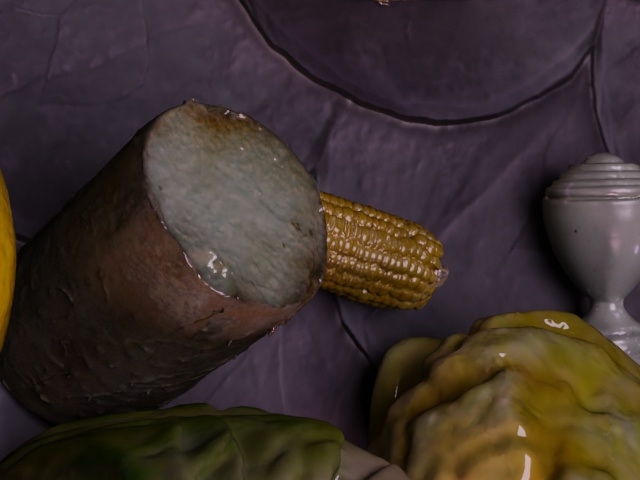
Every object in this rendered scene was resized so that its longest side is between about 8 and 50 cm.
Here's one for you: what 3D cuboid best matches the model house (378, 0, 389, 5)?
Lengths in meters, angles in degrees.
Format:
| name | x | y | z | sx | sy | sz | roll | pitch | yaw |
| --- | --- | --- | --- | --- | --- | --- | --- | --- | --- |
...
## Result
| name | x | y | z | sx | sy | sz | roll | pitch | yaw |
| --- | --- | --- | --- | --- | --- | --- | --- | --- | --- |
| model house | 0.091 | -0.335 | 1.234 | 0.321 | 0.266 | 0.261 | -2 | 88 | -30 |

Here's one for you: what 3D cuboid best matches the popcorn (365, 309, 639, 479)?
| name | x | y | z | sx | sy | sz | roll | pitch | yaw |
| --- | --- | --- | --- | --- | --- | --- | --- | --- | --- |
| popcorn | 0.198 | 0.199 | 1.214 | 0.334 | 0.294 | 0.292 | 40 | 67 | -39 |

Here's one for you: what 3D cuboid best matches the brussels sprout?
| name | x | y | z | sx | sy | sz | roll | pitch | yaw |
| --- | --- | --- | --- | --- | --- | --- | --- | --- | --- |
| brussels sprout | -0.080 | 0.244 | 1.018 | 0.355 | 0.289 | 0.281 | -17 | 95 | -9 |

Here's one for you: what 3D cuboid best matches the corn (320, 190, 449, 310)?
| name | x | y | z | sx | sy | sz | roll | pitch | yaw |
| --- | --- | --- | --- | --- | --- | --- | --- | --- | --- |
| corn | 0.000 | 0.000 | 1.240 | 0.238 | 0.080 | 0.080 | 16 | 75 | -27 |

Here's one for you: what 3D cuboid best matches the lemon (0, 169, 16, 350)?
| name | x | y | z | sx | sy | sz | roll | pitch | yaw |
| --- | --- | --- | --- | --- | --- | --- | --- | --- | --- |
| lemon | -0.305 | 0.016 | 0.981 | 0.234 | 0.233 | 0.288 | 5 | 83 | -29 |

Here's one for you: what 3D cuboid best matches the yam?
| name | x | y | z | sx | sy | sz | roll | pitch | yaw |
| --- | --- | --- | --- | --- | --- | --- | --- | --- | --- |
| yam | -0.113 | 0.023 | 1.080 | 0.161 | 0.268 | 0.161 | 15 | 60 | -27 |

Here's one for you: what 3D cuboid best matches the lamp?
| name | x | y | z | sx | sy | sz | roll | pitch | yaw |
| --- | --- | --- | --- | --- | --- | --- | --- | --- | --- |
| lamp | 0.249 | 0.020 | 1.368 | 0.106 | 0.106 | 0.193 | -5 | 93 | -30 |
